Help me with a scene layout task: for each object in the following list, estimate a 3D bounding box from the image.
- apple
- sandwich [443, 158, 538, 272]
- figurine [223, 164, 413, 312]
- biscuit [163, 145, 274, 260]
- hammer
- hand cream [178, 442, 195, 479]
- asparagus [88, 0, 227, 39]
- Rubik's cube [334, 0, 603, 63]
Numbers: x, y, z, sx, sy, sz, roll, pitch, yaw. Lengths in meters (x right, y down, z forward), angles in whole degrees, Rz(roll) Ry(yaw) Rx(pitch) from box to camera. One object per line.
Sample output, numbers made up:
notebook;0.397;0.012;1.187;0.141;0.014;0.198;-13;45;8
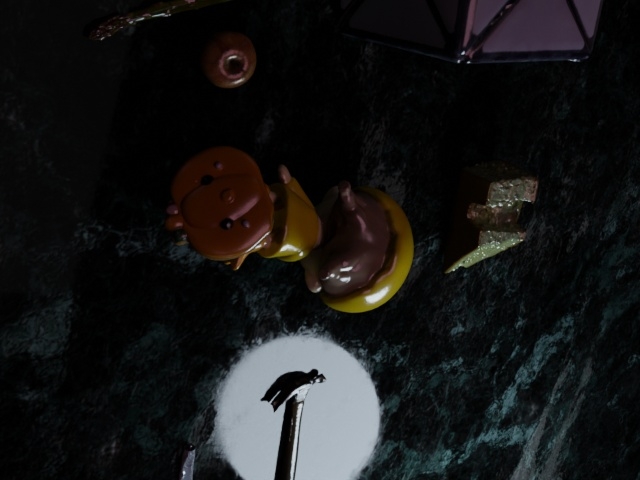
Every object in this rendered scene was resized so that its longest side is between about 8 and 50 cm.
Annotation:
apple;-0.132;-0.257;1.221;0.084;0.071;0.084;-13;117;-27
sandwich;0.324;-0.033;1.700;0.122;0.128;0.236;-5;114;-31
figurine;0.000;0.000;1.405;0.343;0.187;0.215;13;90;-38
biscuit;-0.154;-0.053;1.254;0.170;0.170;0.050;-52;175;-8
hammer;-0.053;0.395;1.663;0.125;0.027;0.297;-12;120;-38
hand cream;-0.233;0.393;1.513;0.030;0.019;0.093;-12;126;-39
asparagus;-0.200;-0.313;1.164;0.248;0.025;0.024;-26;169;-30
Rubik's cube;0.233;-0.440;1.283;0.305;0.307;0.310;-10;117;-35
